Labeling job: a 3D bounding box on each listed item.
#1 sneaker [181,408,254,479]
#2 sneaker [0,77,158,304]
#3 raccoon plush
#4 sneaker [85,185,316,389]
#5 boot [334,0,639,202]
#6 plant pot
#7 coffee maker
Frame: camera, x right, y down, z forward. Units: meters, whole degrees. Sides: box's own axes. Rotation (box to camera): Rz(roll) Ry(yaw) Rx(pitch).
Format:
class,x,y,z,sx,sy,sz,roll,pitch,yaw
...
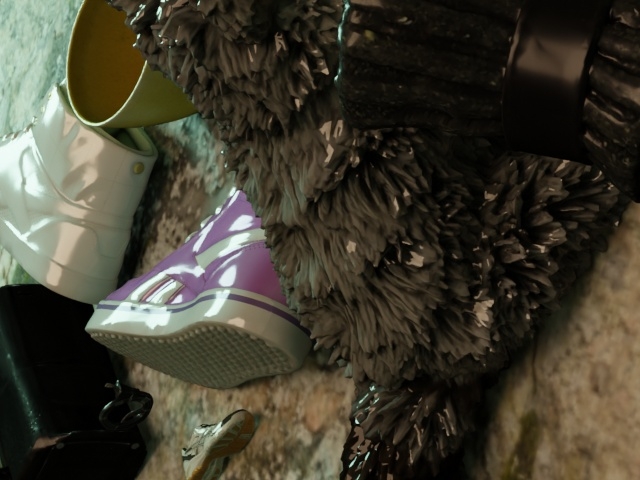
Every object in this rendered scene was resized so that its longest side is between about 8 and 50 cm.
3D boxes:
class,x,y,z,sx,sy,sz,roll,pitch,yaw
sneaker,-0.080,0.147,1.067,0.083,0.032,0.037,-50,46,30
sneaker,-0.246,-0.079,1.285,0.292,0.108,0.169,32,105,40
raccoon plush,0.000,0.000,0.788,0.216,0.299,0.446,-12,72,49
sneaker,-0.066,0.019,1.052,0.282,0.102,0.161,-11,54,55
boot,0.126,-0.041,0.600,0.131,0.260,0.348,104,-179,-48
plant pot,-0.129,-0.148,1.153,0.134,0.095,0.134,-16,69,49
coffee maker,-0.213,0.121,1.190,0.171,0.120,0.178,-40,51,15
